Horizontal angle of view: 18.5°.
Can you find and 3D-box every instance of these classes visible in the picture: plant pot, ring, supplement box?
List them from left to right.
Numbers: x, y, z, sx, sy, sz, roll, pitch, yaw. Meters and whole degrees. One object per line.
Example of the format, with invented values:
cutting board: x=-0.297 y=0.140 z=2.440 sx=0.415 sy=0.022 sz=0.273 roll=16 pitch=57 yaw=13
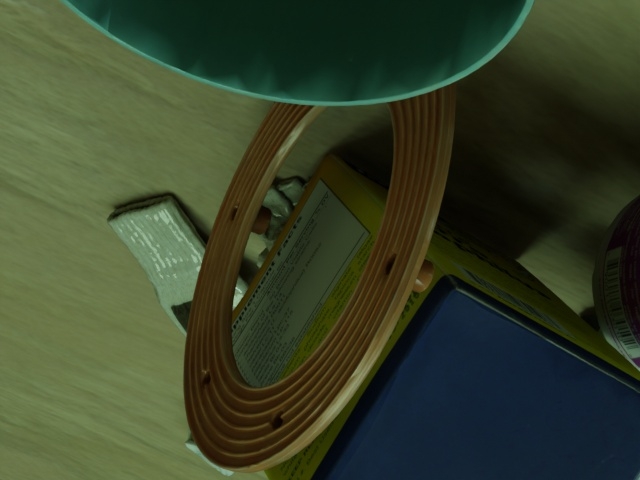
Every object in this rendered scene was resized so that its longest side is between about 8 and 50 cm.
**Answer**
plant pot: x=-0.007 y=-0.254 z=1.049 sx=0.293 sy=0.235 sz=0.293 roll=11 pitch=148 yaw=7
ring: x=0.000 y=0.000 z=1.340 sx=0.032 sy=0.337 sz=0.336 roll=23 pitch=148 yaw=-23
supplement box: x=0.073 y=0.101 z=1.417 sx=0.195 sy=0.194 sz=0.356 roll=29 pitch=-172 yaw=-20

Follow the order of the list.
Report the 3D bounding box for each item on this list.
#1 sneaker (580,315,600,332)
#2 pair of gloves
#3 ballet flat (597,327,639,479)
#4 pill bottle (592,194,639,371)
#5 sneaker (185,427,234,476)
sneaker: x=0.219 y=0.171 z=1.684 sx=0.106 sy=0.078 sz=0.234 roll=15 pitch=122 yaw=-22
pair of gloves: x=-0.044 y=0.037 z=1.661 sx=0.240 sy=0.042 sz=0.204 roll=-7 pitch=133 yaw=30
ballet flat: x=0.320 y=0.152 z=1.588 sx=0.147 sy=0.147 sz=0.409 roll=-11 pitch=159 yaw=36
pill bottle: x=0.303 y=0.018 z=1.302 sx=0.169 sy=0.169 sz=0.301 roll=21 pitch=169 yaw=-8
sneaker: x=-0.091 y=0.186 z=1.918 sx=0.061 sy=0.054 sz=0.152 roll=26 pitch=147 yaw=-9
